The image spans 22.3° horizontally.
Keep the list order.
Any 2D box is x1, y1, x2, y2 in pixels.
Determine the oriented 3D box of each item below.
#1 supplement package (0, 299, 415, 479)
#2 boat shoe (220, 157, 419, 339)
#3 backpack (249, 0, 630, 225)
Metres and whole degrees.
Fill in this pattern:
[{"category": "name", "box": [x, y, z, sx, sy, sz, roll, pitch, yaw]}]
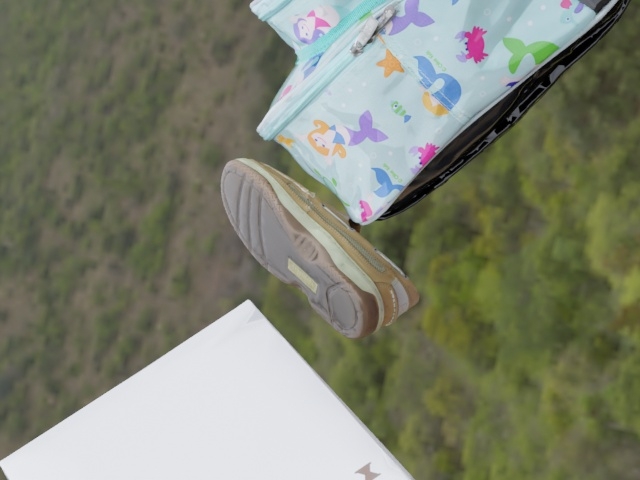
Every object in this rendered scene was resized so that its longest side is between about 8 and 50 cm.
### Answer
[{"category": "supplement package", "box": [-0.033, 0.215, 0.962, 0.175, 0.177, 0.293, 46, 162, 40]}, {"category": "boat shoe", "box": [0.000, 0.000, 1.218, 0.190, 0.072, 0.068, 47, 142, 30]}, {"category": "backpack", "box": [0.066, -0.141, 1.035, 0.253, 0.191, 0.225, -50, 7, 23]}]
